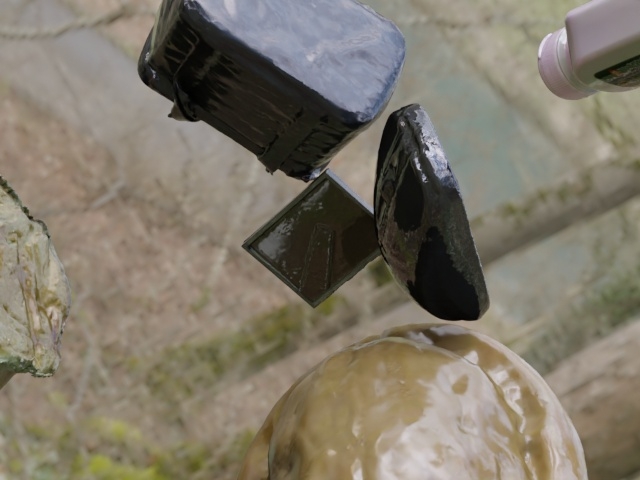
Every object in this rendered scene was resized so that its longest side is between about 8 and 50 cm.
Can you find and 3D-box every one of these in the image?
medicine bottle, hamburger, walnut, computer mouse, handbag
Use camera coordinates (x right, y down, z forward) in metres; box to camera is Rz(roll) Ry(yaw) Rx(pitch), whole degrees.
[{"bbox_3d":[0.271,-0.173,1.451,0.115,0.219,0.078,-3,79,-36],"label":"medicine bottle"},{"bbox_3d":[-0.393,0.044,1.863,0.285,0.134,0.265,53,25,-39],"label":"hamburger"},{"bbox_3d":[0.089,0.280,1.742,0.383,0.383,0.383,57,12,-19],"label":"walnut"},{"bbox_3d":[0.096,-0.012,1.700,0.270,0.086,0.137,71,-2,-50],"label":"computer mouse"},{"bbox_3d":[-0.052,-0.193,1.835,0.254,0.181,0.181,31,61,-11],"label":"handbag"}]

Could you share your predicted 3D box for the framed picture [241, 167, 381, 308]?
[{"bbox_3d":[0.000,0.000,1.888,0.109,0.149,0.011,42,36,-11],"label":"framed picture"}]
